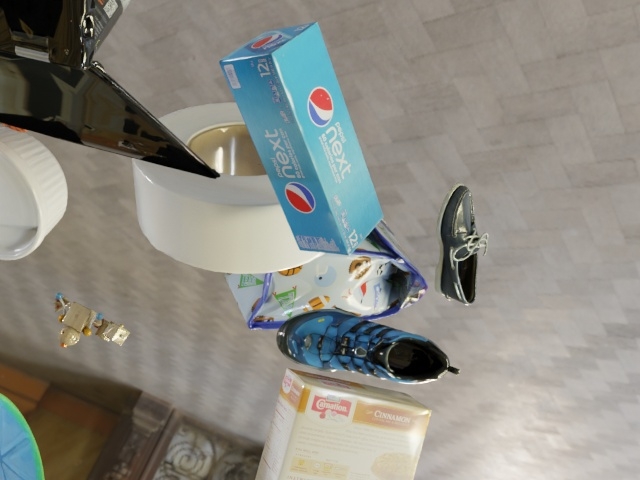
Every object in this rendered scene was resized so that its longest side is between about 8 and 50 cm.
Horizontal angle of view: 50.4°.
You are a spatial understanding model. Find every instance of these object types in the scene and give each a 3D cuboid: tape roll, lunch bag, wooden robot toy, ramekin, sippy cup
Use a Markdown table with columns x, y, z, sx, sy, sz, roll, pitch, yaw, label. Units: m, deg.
| x | y | z | sx | sy | sz | roll | pitch | yaw | label |
| --- | --- | --- | --- | --- | --- | --- | --- | --- | --- |
| -0.097 | -0.079 | 0.887 | 0.286 | 0.286 | 0.100 | 15 | 125 | 15 | tape roll |
| 0.000 | 0.000 | 1.402 | 0.386 | 0.327 | 0.238 | 5 | 125 | -31 | lunch bag |
| -0.418 | 0.158 | 1.189 | 0.173 | 0.079 | 0.076 | 22 | 160 | 19 | wooden robot toy |
| -0.646 | -0.105 | 1.386 | 0.273 | 0.127 | 0.272 | 8 | 119 | 15 | ramekin |
| -0.618 | 0.399 | 1.126 | 0.224 | 0.240 | 0.305 | -22 | 148 | -4 | sippy cup |

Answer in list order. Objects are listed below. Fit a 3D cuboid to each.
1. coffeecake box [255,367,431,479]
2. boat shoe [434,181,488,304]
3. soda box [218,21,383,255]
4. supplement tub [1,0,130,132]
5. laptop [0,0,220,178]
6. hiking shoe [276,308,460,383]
| x | y | z | sx | sy | sz | roll | pitch | yaw | label |
| --- | --- | --- | --- | --- | --- | --- | --- | --- | --- |
| 0.014 | 0.237 | 0.683 | 0.142 | 0.185 | 0.068 | 16 | 178 | -19 | coffeecake box |
| 0.268 | 0.013 | 1.290 | 0.079 | 0.095 | 0.254 | 28 | 130 | 39 | boat shoe |
| -0.012 | -0.090 | 0.645 | 0.067 | 0.071 | 0.210 | 6 | 129 | 39 | soda box |
| -0.505 | -0.376 | 1.210 | 0.207 | 0.338 | 0.207 | 25 | 165 | 7 | supplement tub |
| -0.294 | -0.255 | 0.593 | 0.382 | 0.236 | 0.407 | 15 | 115 | 15 | laptop |
| 0.078 | 0.179 | 1.168 | 0.304 | 0.113 | 0.132 | 9 | 171 | -8 | hiking shoe |
